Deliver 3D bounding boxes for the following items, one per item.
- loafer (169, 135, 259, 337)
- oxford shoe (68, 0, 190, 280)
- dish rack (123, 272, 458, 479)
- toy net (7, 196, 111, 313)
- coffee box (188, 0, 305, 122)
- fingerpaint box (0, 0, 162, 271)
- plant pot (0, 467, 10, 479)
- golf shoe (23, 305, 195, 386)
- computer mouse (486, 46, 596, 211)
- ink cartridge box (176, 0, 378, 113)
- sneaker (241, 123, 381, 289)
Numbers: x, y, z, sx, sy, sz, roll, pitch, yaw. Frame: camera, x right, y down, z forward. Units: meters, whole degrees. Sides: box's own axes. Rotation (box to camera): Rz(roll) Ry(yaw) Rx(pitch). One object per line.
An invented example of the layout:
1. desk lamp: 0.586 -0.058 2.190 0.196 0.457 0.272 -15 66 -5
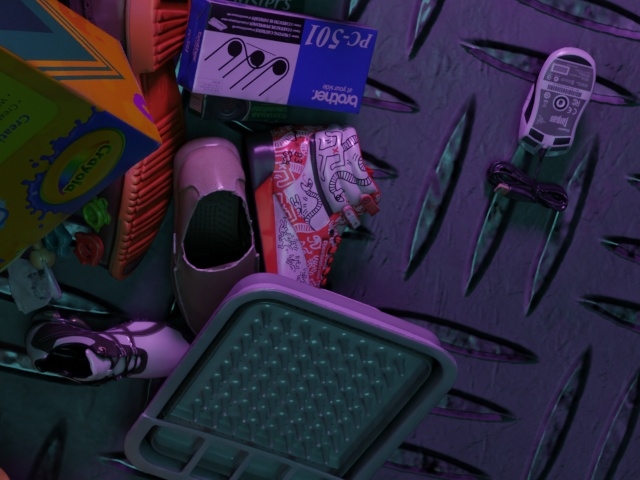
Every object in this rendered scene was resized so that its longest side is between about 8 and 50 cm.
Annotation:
1. loafer: -0.118 0.019 1.718 0.102 0.092 0.268 -8 122 -4
2. oxford shoe: -0.223 -0.136 1.676 0.133 0.130 0.363 12 109 14
3. dish rack: -0.036 0.170 1.751 0.285 0.072 0.333 22 129 -20
4. toy net: -0.275 0.003 1.677 0.045 0.122 0.232 -30 155 -43
5. coffee box: -0.078 -0.221 1.691 0.113 0.040 0.184 1 106 -28
6. fingerpaint box: -0.442 -0.083 1.462 0.445 0.163 0.371 -37 144 17
7. plant pot: -0.354 0.375 1.724 0.239 0.254 0.254 18 102 -32
8. golf shoe: -0.232 0.134 1.740 0.198 0.094 0.077 6 118 -11
9. computer mouse: 0.265 -0.134 1.807 0.106 0.042 0.193 14 108 -11
10. ink cartridge box: -0.044 -0.196 1.665 0.207 0.046 0.097 4 106 -31
11. sneaker: 0.000 0.000 1.760 0.145 0.090 0.270 -9 105 -7
